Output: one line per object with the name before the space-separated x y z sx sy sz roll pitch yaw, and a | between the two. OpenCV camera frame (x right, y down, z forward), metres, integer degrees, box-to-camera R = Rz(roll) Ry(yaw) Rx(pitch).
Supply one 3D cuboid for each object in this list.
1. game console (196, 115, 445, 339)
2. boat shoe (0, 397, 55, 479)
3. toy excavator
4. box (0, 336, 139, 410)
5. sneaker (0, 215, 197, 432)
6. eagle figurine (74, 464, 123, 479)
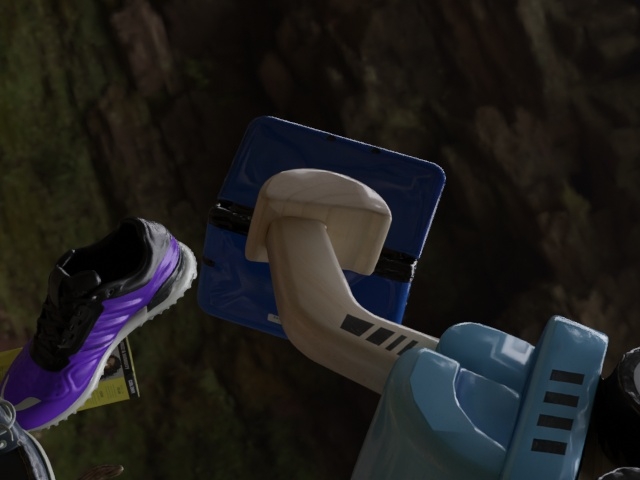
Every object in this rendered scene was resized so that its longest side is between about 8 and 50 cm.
game console | 0.000 0.000 1.842 0.293 0.173 0.250 17 -58 9
boat shoe | -0.359 0.194 1.367 0.254 0.095 0.079 59 -3 16
toy excavator | 0.099 0.133 1.106 0.445 0.433 0.222 23 -52 5
box | -0.351 0.177 1.656 0.058 0.232 0.087 87 -12 -50
sneaker | -0.282 0.082 1.502 0.102 0.293 0.146 36 -10 30
eagle figurine | -0.393 0.359 1.476 0.225 0.298 0.226 32 -56 14
